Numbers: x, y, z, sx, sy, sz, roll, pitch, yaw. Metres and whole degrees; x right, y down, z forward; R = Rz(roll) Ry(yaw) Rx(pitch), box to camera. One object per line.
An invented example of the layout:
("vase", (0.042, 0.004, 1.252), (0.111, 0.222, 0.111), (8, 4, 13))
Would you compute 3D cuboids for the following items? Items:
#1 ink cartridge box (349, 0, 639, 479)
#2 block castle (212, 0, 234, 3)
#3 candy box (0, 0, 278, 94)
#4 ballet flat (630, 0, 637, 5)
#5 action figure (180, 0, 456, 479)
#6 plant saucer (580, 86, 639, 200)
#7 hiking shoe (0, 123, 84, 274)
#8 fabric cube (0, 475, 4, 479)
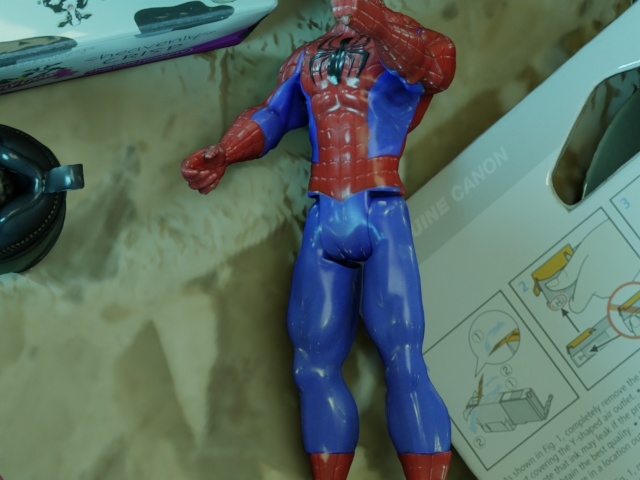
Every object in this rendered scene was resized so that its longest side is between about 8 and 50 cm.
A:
("ink cartridge box", (0.187, 0.025, 0.767), (0.296, 0.066, 0.261), (-41, 67, 17))
("block castle", (0.021, -0.334, 0.672), (0.213, 0.303, 0.453), (38, 53, -30))
("candy box", (-0.127, -0.183, 0.790), (0.159, 0.071, 0.233), (-13, 84, -19))
("ballet flat", (0.207, -0.063, 0.842), (0.173, 0.057, 0.049), (36, 34, -8))
("action figure", (0.000, 0.000, 0.758), (0.091, 0.139, 0.280), (-4, 80, 27))
("plant saucer", (0.201, 0.007, 0.866), (0.195, 0.037, 0.195), (2, 81, -15))
("hiking shoe", (-0.205, -0.021, 0.722), (0.227, 0.114, 0.086), (-7, 83, -16))
("fabric cube", (-0.191, 0.191, 0.619), (0.254, 0.258, 0.259), (-36, 92, -18))
